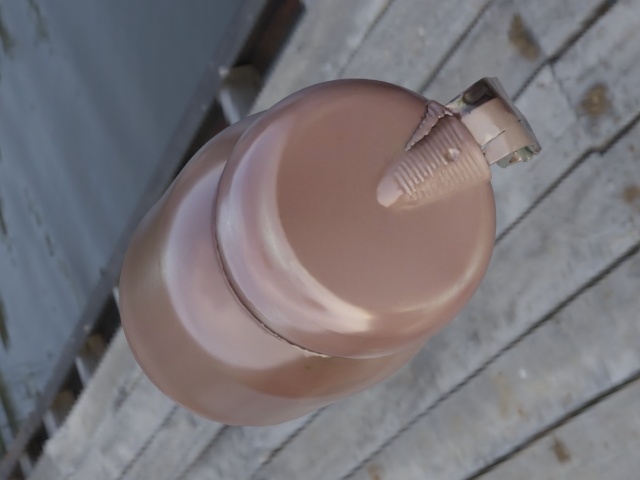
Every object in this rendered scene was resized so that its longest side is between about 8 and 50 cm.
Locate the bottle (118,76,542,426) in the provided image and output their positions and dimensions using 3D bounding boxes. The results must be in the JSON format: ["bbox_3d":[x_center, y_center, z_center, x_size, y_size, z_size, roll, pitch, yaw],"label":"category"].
[{"bbox_3d":[0.000,0.000,0.787,0.173,0.206,0.297,57,160,3],"label":"bottle"}]
